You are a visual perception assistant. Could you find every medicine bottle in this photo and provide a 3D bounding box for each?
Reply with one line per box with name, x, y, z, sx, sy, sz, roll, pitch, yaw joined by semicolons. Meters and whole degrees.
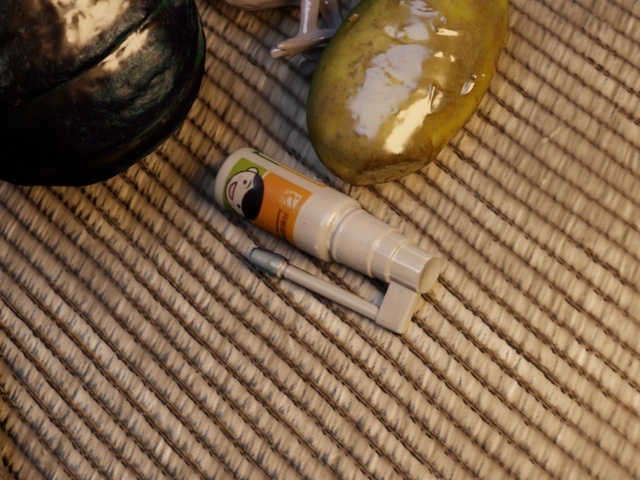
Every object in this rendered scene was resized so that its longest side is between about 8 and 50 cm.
medicine bottle;0.000;0.000;1.719;0.221;0.061;0.092;27;97;30

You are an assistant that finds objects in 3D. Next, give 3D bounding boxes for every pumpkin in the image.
pumpkin;-0.261;-0.216;1.757;0.266;0.363;0.363;-32;55;-10

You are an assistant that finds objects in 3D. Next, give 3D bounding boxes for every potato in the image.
potato;0.076;-0.152;1.749;0.149;0.113;0.251;22;78;21

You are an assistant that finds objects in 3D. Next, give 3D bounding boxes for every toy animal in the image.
toy animal;-0.011;-0.251;1.855;0.367;0.081;0.205;-9;60;10

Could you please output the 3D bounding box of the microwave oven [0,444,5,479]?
microwave oven;-0.453;0.090;1.630;0.236;0.374;0.432;-25;51;13
